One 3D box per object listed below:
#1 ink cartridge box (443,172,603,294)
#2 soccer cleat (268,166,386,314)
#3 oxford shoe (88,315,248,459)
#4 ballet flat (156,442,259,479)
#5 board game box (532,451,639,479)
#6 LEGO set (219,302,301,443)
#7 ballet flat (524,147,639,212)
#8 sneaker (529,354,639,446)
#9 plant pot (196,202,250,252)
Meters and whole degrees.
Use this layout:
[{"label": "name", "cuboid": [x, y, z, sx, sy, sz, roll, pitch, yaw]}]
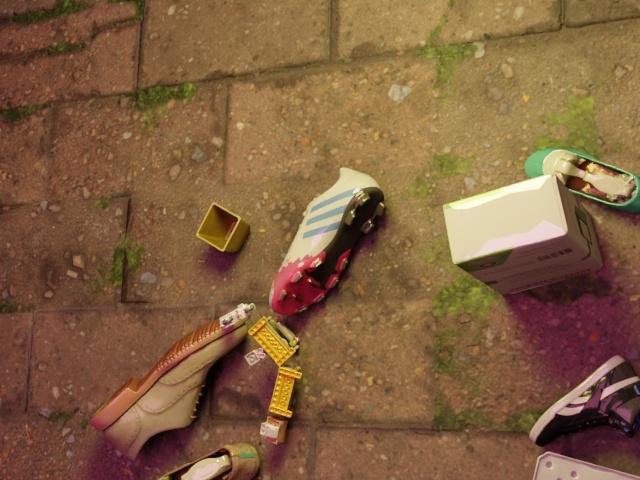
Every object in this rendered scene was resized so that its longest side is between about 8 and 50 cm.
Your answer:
[{"label": "ink cartridge box", "cuboid": [0.358, -0.004, 1.794, 0.198, 0.273, 0.114, -17, 70, 22]}, {"label": "soccer cleat", "cuboid": [0.000, 0.000, 2.078, 0.331, 0.116, 0.143, -51, 43, 8]}, {"label": "oxford shoe", "cuboid": [-0.290, 0.301, 2.157, 0.397, 0.140, 0.146, -38, 96, 10]}, {"label": "ballet flat", "cuboid": [-0.270, 0.495, 2.094, 0.316, 0.106, 0.107, -35, 66, 16]}, {"label": "board game box", "cuboid": [0.487, 0.571, 1.606, 0.390, 0.050, 0.389, 15, 75, 6]}, {"label": "LEGO set", "cuboid": [-0.089, 0.253, 2.064, 0.132, 0.107, 0.287, -21, 91, 14]}, {"label": "ballet flat", "cuboid": [0.477, -0.120, 1.864, 0.247, 0.087, 0.083, 23, 90, 29]}, {"label": "sneaker", "cuboid": [0.473, 0.310, 1.776, 0.217, 0.079, 0.121, -44, 62, 10]}, {"label": "plant pot", "cuboid": [-0.195, -0.021, 2.181, 0.081, 0.083, 0.081, 29, 93, 29]}]
